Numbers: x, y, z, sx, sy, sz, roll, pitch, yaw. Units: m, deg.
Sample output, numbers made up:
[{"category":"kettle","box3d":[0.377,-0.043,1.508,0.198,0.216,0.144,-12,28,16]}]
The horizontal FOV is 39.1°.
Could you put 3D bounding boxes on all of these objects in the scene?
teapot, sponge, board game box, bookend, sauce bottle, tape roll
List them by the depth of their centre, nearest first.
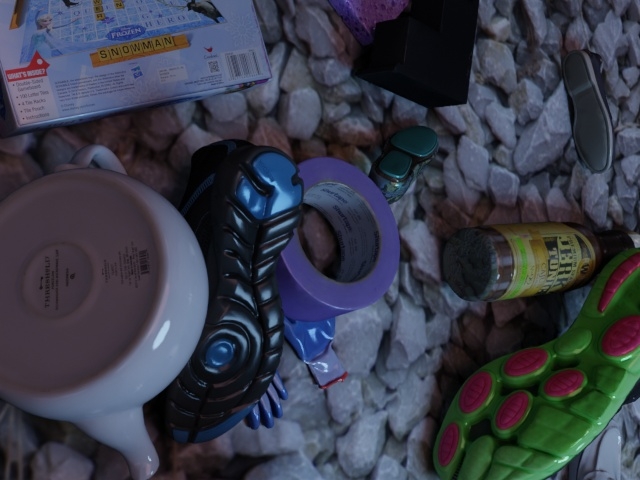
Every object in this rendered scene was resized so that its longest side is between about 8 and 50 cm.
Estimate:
[{"category":"teapot","box3d":[-0.213,0.058,0.883,0.256,0.253,0.187,-55,159,-6]},{"category":"board game box","box3d":[-0.232,-0.297,0.979,0.319,0.066,0.317,-18,96,-36]},{"category":"tape roll","box3d":[0.000,0.000,1.089,0.189,0.080,0.188,13,68,-34]},{"category":"bookend","box3d":[0.134,-0.277,1.221,0.157,0.072,0.156,13,82,-44]},{"category":"sponge","box3d":[0.088,-0.375,1.246,0.117,0.031,0.210,51,59,-20]},{"category":"sauce bottle","box3d":[0.338,0.024,1.334,0.345,0.111,0.111,-5,88,-36]}]

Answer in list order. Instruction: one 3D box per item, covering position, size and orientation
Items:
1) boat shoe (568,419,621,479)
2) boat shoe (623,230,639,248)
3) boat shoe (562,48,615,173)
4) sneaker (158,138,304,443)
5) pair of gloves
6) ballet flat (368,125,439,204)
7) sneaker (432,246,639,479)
[{"category":"boat shoe","box3d":[0.425,0.396,1.368,0.096,0.088,0.267,36,65,-28]},{"category":"boat shoe","box3d":[0.552,0.057,1.522,0.170,0.063,0.059,41,65,-15]},{"category":"boat shoe","box3d":[0.452,-0.212,1.469,0.065,0.075,0.206,-10,86,-34]},{"category":"sneaker","box3d":[-0.112,0.055,0.999,0.125,0.140,0.340,10,99,-38]},{"category":"pair of gloves","box3d":[-0.049,0.132,1.092,0.198,0.023,0.159,-27,100,-36]},{"category":"ballet flat","box3d":[0.105,-0.098,1.203,0.188,0.070,0.070,-43,111,-54]},{"category":"sneaker","box3d":[0.368,0.212,1.280,0.483,0.185,0.202,-34,138,-18]}]
